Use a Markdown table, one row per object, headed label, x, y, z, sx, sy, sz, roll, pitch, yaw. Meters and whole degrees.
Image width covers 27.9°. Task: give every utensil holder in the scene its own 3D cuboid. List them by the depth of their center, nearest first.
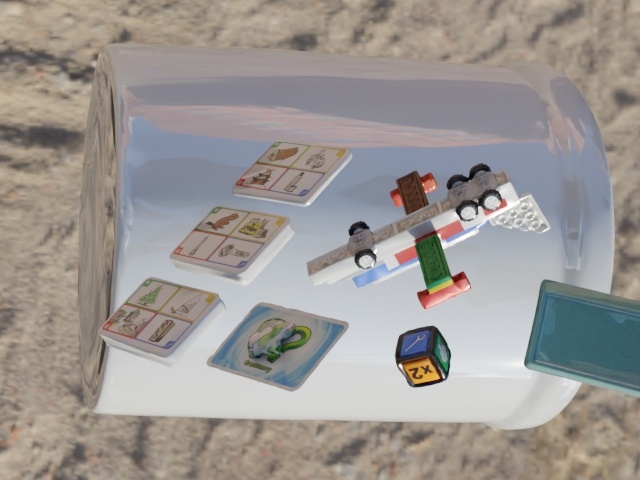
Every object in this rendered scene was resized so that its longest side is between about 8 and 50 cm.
| label | x | y | z | sx | sy | sz | roll | pitch | yaw |
| --- | --- | --- | --- | --- | --- | --- | --- | --- | --- |
| utensil holder | 0.000 | 0.000 | 1.098 | 0.385 | 0.327 | 0.328 | 1 | 93 | -16 |

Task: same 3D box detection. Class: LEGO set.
| label | x | y | z | sx | sy | sz | roll | pitch | yaw |
| --- | --- | --- | --- | --- | --- | --- | --- | --- | --- |
| LEGO set | 0.008 | 0.023 | 0.737 | 0.182 | 0.244 | 0.060 | -49 | 125 | -25 |

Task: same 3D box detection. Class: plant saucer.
| label | x | y | z | sx | sy | sz | roll | pitch | yaw |
| --- | --- | --- | --- | --- | --- | --- | --- | --- | --- |
| plant saucer | 0.237 | 0.080 | 0.891 | 0.018 | 0.192 | 0.067 | 1 | 102 | -68 |
